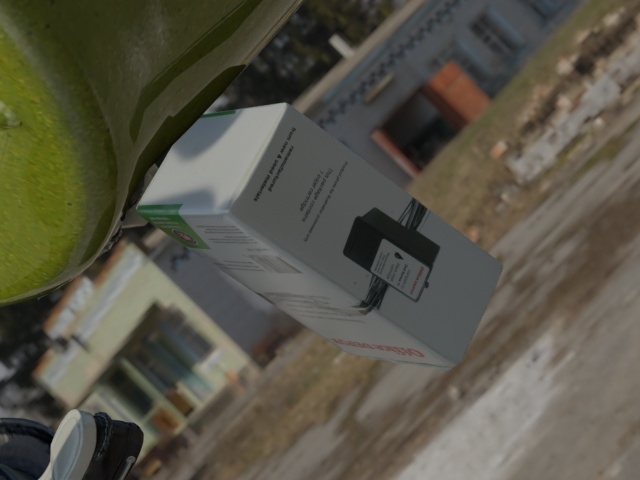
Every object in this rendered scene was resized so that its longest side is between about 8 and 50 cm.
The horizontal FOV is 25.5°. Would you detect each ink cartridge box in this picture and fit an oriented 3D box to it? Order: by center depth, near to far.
[{"bbox_3d":[0.000,0.000,0.979,0.153,0.208,0.087,2,60,59],"label":"ink cartridge box"}]

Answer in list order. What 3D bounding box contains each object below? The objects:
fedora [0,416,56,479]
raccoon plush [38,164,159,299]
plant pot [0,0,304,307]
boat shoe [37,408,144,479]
[{"bbox_3d":[-0.351,0.241,1.089,0.334,0.152,0.334,-22,43,22],"label":"fedora"},{"bbox_3d":[-0.293,-0.161,1.104,0.299,0.446,0.216,-60,13,-5],"label":"raccoon plush"},{"bbox_3d":[-0.118,-0.181,0.478,0.366,0.366,0.353,-46,20,54],"label":"plant pot"},{"bbox_3d":[-0.130,0.136,0.732,0.125,0.038,0.046,-60,33,29],"label":"boat shoe"}]
